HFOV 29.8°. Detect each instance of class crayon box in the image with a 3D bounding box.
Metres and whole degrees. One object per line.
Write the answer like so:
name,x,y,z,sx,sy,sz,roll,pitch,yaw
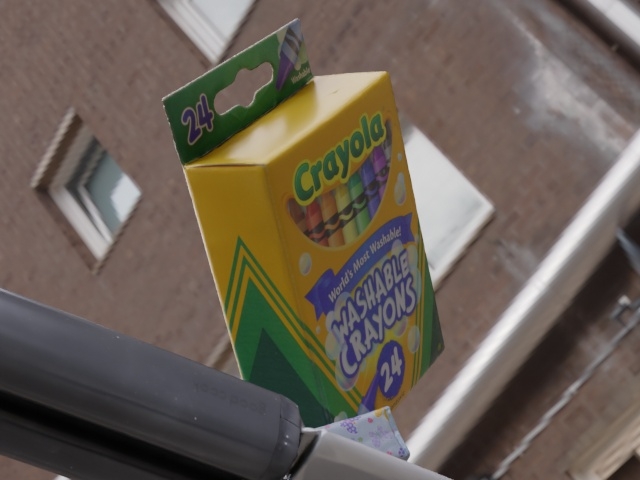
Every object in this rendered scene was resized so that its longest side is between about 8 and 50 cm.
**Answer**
crayon box,0.000,0.000,0.981,0.203,0.083,0.323,-42,-55,-49

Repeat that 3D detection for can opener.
can opener,-0.043,0.112,0.528,0.283,0.095,0.076,23,-55,-16

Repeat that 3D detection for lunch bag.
lunch bag,0.020,0.166,0.879,0.071,0.053,0.083,-12,-30,-22
